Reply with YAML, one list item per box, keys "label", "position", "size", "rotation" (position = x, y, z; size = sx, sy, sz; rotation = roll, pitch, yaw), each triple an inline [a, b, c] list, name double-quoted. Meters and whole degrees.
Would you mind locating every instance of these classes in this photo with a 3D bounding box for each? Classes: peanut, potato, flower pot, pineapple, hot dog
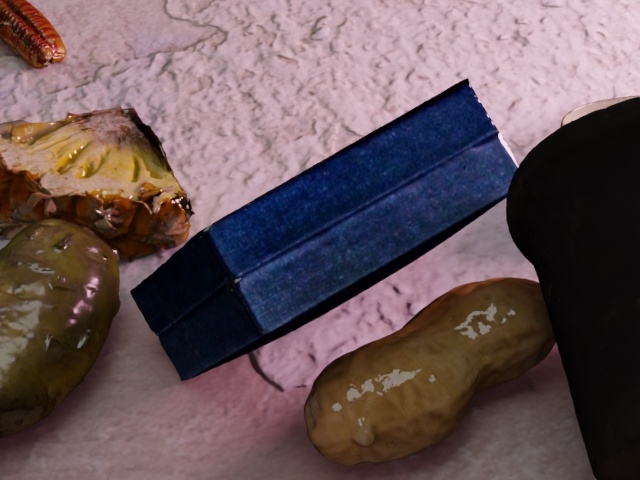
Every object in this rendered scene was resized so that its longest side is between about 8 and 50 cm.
- label: "peanut"
  position: [0.102, 0.110, 1.421]
  size: [0.263, 0.101, 0.117]
  rotation: [-31, 48, -27]
- label: "potato"
  position: [-0.272, 0.084, 1.499]
  size: [0.149, 0.113, 0.251]
  rotation: [15, 55, 13]
- label: "flower pot"
  position: [0.317, 0.075, 1.288]
  size: [0.379, 0.379, 0.251]
  rotation: [2, 65, 11]
- label: "pineapple"
  position: [-0.229, -0.057, 1.661]
  size: [0.236, 0.114, 0.186]
  rotation: [13, 45, 8]
- label: "hot dog"
  position: [-0.344, -0.244, 1.915]
  size: [0.062, 0.038, 0.144]
  rotation: [-27, 46, -20]

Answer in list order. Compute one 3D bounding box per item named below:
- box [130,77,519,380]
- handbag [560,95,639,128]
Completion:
- label: "box"
  position: [0.000, 0.000, 1.436]
  size: [0.279, 0.261, 0.116]
  rotation: [-29, 89, -22]
- label: "handbag"
  position: [0.354, -0.082, 1.617]
  size: [0.256, 0.079, 0.219]
  rotation: [1, 32, 9]
